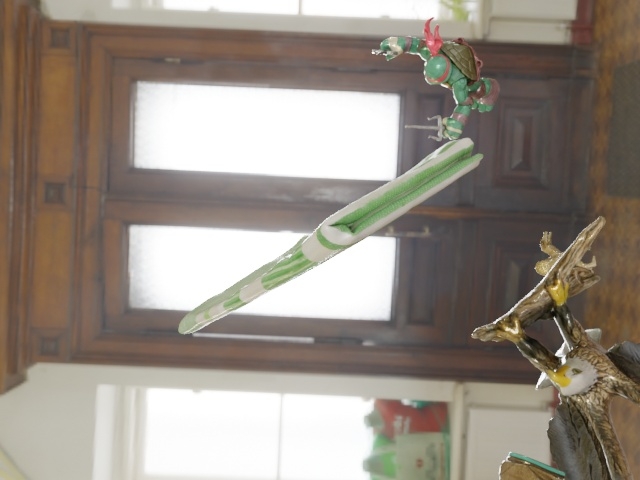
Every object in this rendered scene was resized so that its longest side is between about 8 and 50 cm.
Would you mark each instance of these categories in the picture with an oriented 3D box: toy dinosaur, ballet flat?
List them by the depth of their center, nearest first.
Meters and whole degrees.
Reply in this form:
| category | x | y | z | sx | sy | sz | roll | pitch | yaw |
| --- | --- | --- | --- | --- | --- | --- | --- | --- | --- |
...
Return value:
| category | x | y | z | sx | sy | sz | roll | pitch | yaw |
| --- | --- | --- | --- | --- | --- | --- | --- | --- | --- |
| toy dinosaur | 0.398 | 0.048 | 1.233 | 0.183 | 0.092 | 0.053 | -70 | -27 | -59 |
| ballet flat | 0.438 | 0.442 | 1.235 | 0.116 | 0.342 | 0.124 | 30 | -109 | -43 |

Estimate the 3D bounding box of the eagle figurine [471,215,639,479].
| category | x | y | z | sx | sy | sz | roll | pitch | yaw |
| --- | --- | --- | --- | --- | --- | --- | --- | --- | --- |
| eagle figurine | 0.298 | 0.164 | 0.774 | 0.298 | 0.225 | 0.226 | 51 | 144 | 33 |

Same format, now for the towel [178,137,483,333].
| category | x | y | z | sx | sy | sz | roll | pitch | yaw |
| --- | --- | --- | --- | --- | --- | --- | --- | --- | --- |
| towel | 0.000 | 0.000 | 0.837 | 0.325 | 0.248 | 0.038 | -30 | 92 | 51 |

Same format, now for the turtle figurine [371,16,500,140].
| category | x | y | z | sx | sy | sz | roll | pitch | yaw |
| --- | --- | --- | --- | --- | --- | --- | --- | --- | --- |
| turtle figurine | 0.181 | -0.237 | 1.104 | 0.234 | 0.118 | 0.175 | -18 | -100 | -58 |
